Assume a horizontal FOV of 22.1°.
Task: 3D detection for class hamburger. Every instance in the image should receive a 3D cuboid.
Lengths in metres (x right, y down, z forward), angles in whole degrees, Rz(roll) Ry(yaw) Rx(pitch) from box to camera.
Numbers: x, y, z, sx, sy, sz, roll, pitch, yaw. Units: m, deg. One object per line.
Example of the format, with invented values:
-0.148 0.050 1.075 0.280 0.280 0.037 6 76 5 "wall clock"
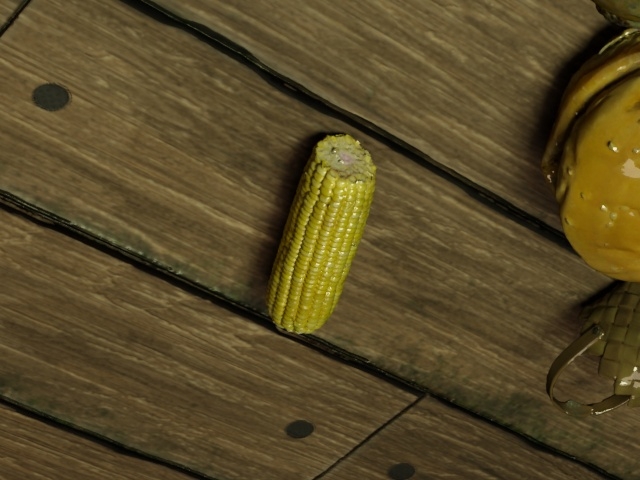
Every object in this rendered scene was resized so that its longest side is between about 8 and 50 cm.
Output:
0.370 -0.084 1.610 0.318 0.158 0.319 -4 135 -4 "hamburger"

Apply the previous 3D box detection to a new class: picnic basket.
0.335 0.134 1.846 0.128 0.138 0.178 30 120 -34 "picnic basket"

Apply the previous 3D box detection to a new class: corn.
0.000 0.000 1.704 0.081 0.081 0.248 6 135 -13 "corn"

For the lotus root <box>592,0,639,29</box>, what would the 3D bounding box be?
0.289 -0.325 1.290 0.250 0.250 0.346 -4 137 -3 "lotus root"
